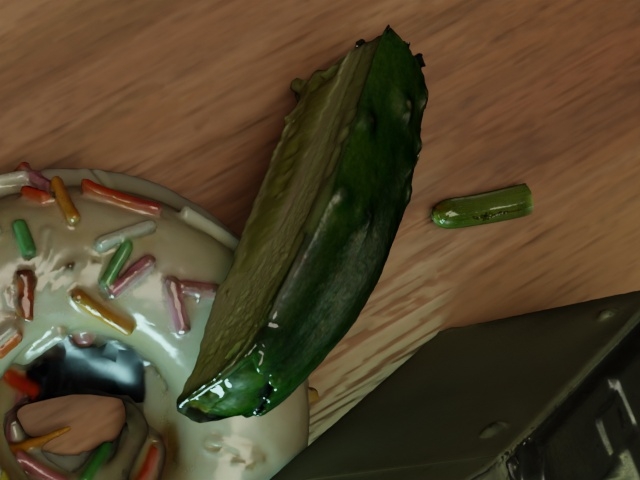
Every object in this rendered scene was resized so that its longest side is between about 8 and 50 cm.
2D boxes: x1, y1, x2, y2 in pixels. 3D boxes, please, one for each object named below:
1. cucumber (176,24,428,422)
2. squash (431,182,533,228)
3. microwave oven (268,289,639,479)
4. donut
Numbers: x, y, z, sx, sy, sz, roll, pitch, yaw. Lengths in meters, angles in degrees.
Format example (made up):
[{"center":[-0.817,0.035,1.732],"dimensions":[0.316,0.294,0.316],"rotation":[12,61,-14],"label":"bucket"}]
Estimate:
[{"center":[0.003,0.000,1.270],"dimensions":[0.105,0.145,0.325],"rotation":[40,48,-21],"label":"cucumber"},{"center":[0.128,-0.026,1.447],"dimensions":[0.083,0.027,0.027],"rotation":[-11,97,-14],"label":"squash"},{"center":[0.179,0.283,1.309],"dimensions":[0.333,0.247,0.394],"rotation":[-36,107,-47],"label":"microwave oven"},{"center":[-0.176,0.130,1.311],"dimensions":[0.382,0.142,0.382],"rotation":[-1,94,-18],"label":"donut"}]
